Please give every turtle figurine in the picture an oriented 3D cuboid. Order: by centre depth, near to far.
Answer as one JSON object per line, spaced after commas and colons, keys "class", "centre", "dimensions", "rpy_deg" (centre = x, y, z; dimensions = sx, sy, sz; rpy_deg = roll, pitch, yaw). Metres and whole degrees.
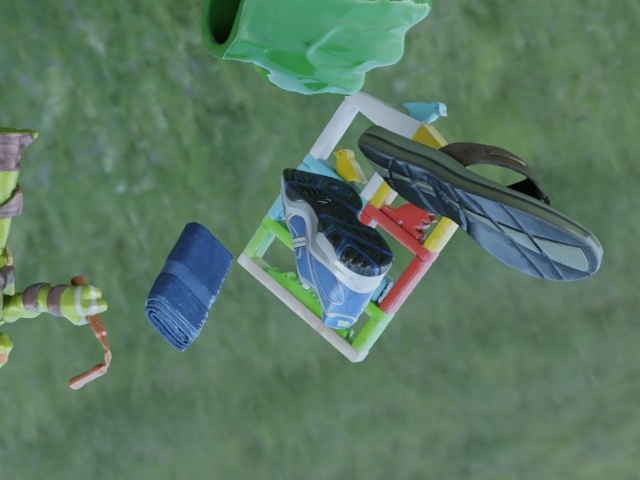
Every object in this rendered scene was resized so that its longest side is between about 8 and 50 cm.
{"class": "turtle figurine", "centre": [-0.291, 0.018, 1.229], "dimensions": [0.269, 0.217, 0.087], "rpy_deg": [3, -170, 36]}

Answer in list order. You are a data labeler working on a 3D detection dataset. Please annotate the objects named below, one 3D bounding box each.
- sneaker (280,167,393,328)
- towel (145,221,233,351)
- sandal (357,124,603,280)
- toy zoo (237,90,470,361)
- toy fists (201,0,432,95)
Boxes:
{"class": "sneaker", "centre": [0.000, 0.000, 1.366], "dimensions": [0.080, 0.081, 0.211], "rpy_deg": [11, -154, -19]}
{"class": "towel", "centre": [-0.130, 0.043, 1.448], "dimensions": [0.029, 0.067, 0.119], "rpy_deg": [-15, -143, 38]}
{"class": "sandal", "centre": [0.165, -0.059, 1.528], "dimensions": [0.086, 0.303, 0.120], "rpy_deg": [-46, 144, -16]}
{"class": "toy zoo", "centre": [0.054, -0.035, 1.694], "dimensions": [0.293, 0.192, 0.030], "rpy_deg": [-55, 160, 16]}
{"class": "toy fists", "centre": [0.015, -0.233, 0.979], "dimensions": [0.142, 0.279, 0.096], "rpy_deg": [8, -171, -27]}
